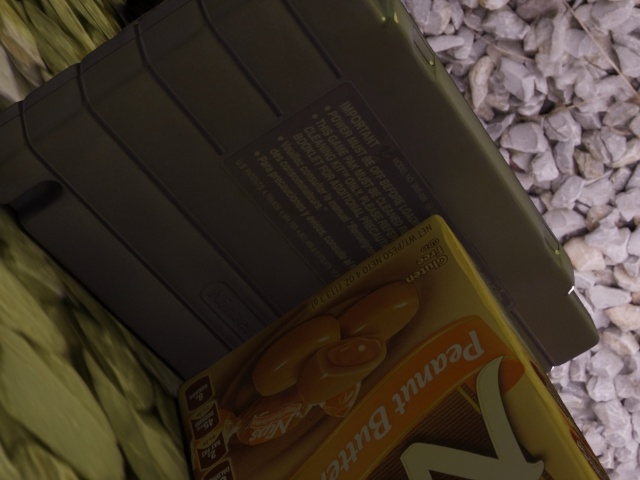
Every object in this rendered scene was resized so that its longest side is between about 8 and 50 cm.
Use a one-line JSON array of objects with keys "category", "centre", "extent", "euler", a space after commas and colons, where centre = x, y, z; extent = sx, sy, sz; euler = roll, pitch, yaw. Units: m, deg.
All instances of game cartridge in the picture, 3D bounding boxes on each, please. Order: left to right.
[{"category": "game cartridge", "centre": [0.000, 0.000, 0.802], "extent": [0.355, 0.230, 0.068], "euler": [50, 9, -39]}]

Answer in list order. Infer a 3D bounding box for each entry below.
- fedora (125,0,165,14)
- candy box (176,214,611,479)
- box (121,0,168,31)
[{"category": "fedora", "centre": [-0.082, -0.216, 1.466], "extent": [0.275, 0.244, 0.124], "euler": [123, -37, -84]}, {"category": "candy box", "centre": [0.044, 0.137, 0.659], "extent": [0.087, 0.183, 0.316], "euler": [51, 9, -31]}, {"category": "box", "centre": [-0.140, -0.147, 1.204], "extent": [0.067, 0.063, 0.324], "euler": [55, 7, -19]}]
